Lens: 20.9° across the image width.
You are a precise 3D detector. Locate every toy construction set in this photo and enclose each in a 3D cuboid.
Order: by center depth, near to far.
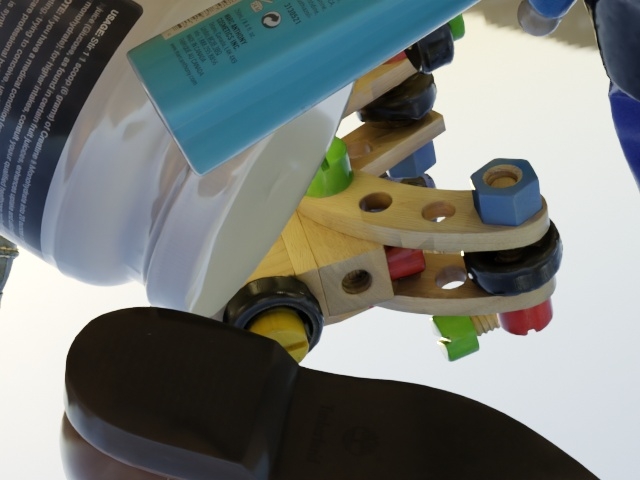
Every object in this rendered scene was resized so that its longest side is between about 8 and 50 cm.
[{"bbox_3d":[0.000,0.000,1.108,0.237,0.257,0.309,-23,153,-6],"label":"toy construction set"}]

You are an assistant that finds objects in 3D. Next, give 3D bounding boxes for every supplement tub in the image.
[{"bbox_3d":[-0.138,-0.095,0.911,0.272,0.191,0.191,31,-162,9],"label":"supplement tub"}]

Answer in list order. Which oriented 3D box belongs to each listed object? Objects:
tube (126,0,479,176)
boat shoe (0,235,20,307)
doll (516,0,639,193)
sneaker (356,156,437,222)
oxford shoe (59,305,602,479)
[{"bbox_3d":[0.030,-0.097,0.629,0.207,0.052,0.080,-31,-147,-2],"label":"tube"},{"bbox_3d":[-0.371,0.027,1.492,0.319,0.099,0.116,-5,171,45],"label":"boat shoe"},{"bbox_3d":[0.129,-0.070,0.558,0.129,0.189,0.046,-7,-130,18],"label":"doll"},{"bbox_3d":[0.049,-0.050,1.504,0.083,0.087,0.221,8,178,-14],"label":"sneaker"},{"bbox_3d":[0.016,0.091,0.559,0.212,0.076,0.076,22,-138,6],"label":"oxford shoe"}]
